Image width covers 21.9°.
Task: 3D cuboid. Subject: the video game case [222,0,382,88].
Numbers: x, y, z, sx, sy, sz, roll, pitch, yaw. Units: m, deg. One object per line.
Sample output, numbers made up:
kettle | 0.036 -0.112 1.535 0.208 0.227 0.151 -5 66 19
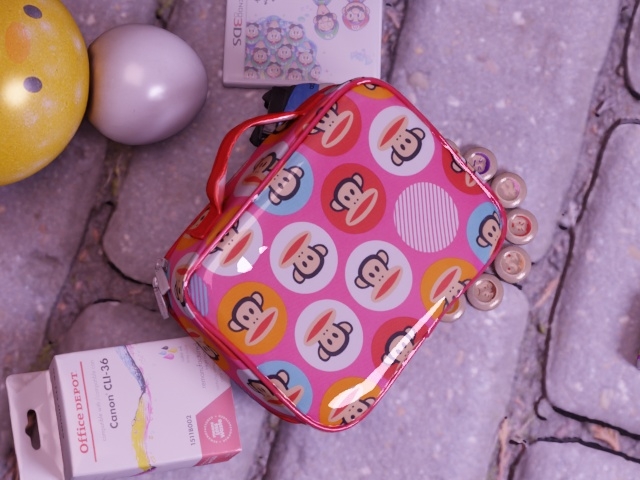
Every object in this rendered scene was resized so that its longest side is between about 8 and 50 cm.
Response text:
video game case | -0.017 -0.220 1.660 0.157 0.019 0.143 2 77 0

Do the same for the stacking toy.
stacking toy | -0.339 -0.161 1.537 0.480 0.350 0.350 -2 76 -18

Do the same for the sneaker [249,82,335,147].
sneaker | -0.026 -0.079 1.608 0.084 0.058 0.152 0 82 4

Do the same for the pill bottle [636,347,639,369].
pill bottle | 0.331 0.087 1.578 0.043 0.043 0.083 17 77 3

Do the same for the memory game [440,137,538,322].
memory game | 0.121 -0.011 1.615 0.186 0.012 0.186 0 76 -1

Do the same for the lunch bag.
lunch bag | 0.000 0.000 1.503 0.258 0.120 0.293 46 75 -16

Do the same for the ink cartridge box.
ink cartridge box | -0.182 0.158 1.522 0.198 0.067 0.115 -8 77 -16
